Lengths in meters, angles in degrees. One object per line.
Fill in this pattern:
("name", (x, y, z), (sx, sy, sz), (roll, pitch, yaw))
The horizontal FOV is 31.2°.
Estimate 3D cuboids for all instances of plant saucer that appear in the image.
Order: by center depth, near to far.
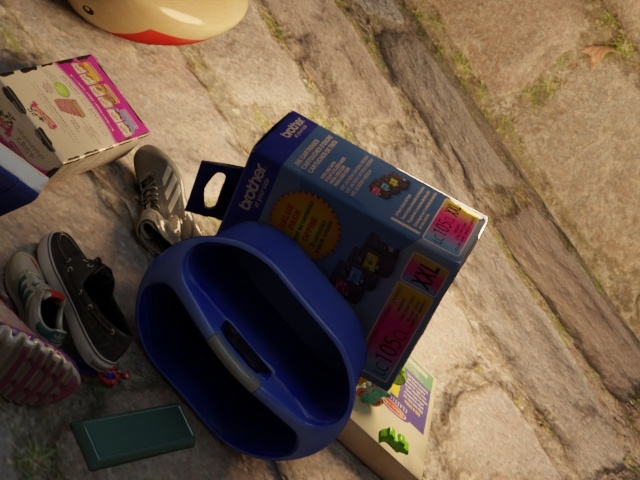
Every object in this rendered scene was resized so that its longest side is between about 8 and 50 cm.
("plant saucer", (-0.233, 0.246, 1.466), (0.192, 0.018, 0.067), (0, 57, -56))

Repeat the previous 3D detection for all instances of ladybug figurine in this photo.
("ladybug figurine", (-0.298, -0.462, 2.026), (0.305, 0.162, 0.449), (57, 30, 11))

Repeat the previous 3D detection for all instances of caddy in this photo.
("caddy", (-0.094, 0.138, 1.562), (0.341, 0.241, 0.179), (50, 22, -3))

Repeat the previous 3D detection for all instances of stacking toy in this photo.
("stacking toy", (0.055, 0.218, 1.777), (0.221, 0.052, 0.167), (39, 33, -25))

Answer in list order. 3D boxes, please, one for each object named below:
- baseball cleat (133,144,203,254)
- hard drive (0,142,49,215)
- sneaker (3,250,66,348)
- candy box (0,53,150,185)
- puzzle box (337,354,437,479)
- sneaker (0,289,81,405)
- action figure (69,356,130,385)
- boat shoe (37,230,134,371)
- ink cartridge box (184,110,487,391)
("baseball cleat", (-0.246, -0.059, 1.738), (0.109, 0.072, 0.206), (-5, 61, -57))
("hard drive", (-0.492, -0.135, 1.340), (0.319, 0.210, 0.040), (38, 63, -24))
("sneaker", (-0.348, 0.072, 1.435), (0.057, 0.075, 0.161), (20, 42, -44))
("candy box", (-0.376, -0.179, 1.686), (0.159, 0.071, 0.233), (53, 28, 2))
("puzzle box", (0.026, 0.191, 1.865), (0.409, 0.052, 0.272), (44, 29, -14))
("sneaker", (-0.381, 0.106, 1.340), (0.236, 0.095, 0.104), (34, 26, -28))
("action figure", (-0.290, 0.164, 1.467), (0.115, 0.030, 0.038), (23, 35, -45))
("boat shoe", (-0.299, 0.062, 1.487), (0.080, 0.076, 0.228), (33, 22, -49))
("ink cartridge box", (0.000, 0.000, 1.675), (0.395, 0.270, 0.151), (30, 36, 8))
